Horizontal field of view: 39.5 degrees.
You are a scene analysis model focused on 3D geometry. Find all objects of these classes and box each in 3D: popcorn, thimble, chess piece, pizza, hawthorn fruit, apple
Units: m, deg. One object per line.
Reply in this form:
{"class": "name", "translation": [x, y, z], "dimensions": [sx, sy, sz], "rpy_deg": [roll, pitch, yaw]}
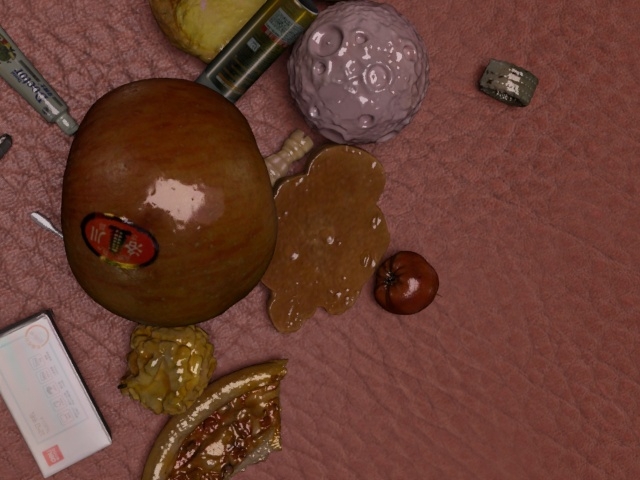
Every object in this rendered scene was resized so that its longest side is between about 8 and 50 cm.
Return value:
{"class": "popcorn", "translation": [-0.274, 0.223, 1.584], "dimensions": [0.170, 0.180, 0.180], "rpy_deg": [0, 92, -38]}
{"class": "thimble", "translation": [0.366, -0.308, 1.742], "dimensions": [0.110, 0.084, 0.062], "rpy_deg": [23, 87, -15]}
{"class": "chess piece", "translation": [-0.068, -0.150, 1.657], "dimensions": [0.122, 0.066, 0.066], "rpy_deg": [-44, 101, -12]}
{"class": "pizza", "translation": [-0.183, 0.360, 1.643], "dimensions": [0.365, 0.074, 0.182], "rpy_deg": [-37, 91, -9]}
{"class": "hawthorn fruit", "translation": [0.166, 0.081, 1.699], "dimensions": [0.140, 0.125, 0.125], "rpy_deg": [-24, 99, -48]}
{"class": "apple", "translation": [-0.233, -0.055, 1.451], "dimensions": [0.333, 0.400, 0.400], "rpy_deg": [4, 91, 0]}

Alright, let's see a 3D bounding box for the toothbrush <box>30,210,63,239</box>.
{"class": "toothbrush", "translation": [-0.406, 0.035, 1.606], "dimensions": [0.275, 0.025, 0.019], "rpy_deg": [39, 89, -14]}

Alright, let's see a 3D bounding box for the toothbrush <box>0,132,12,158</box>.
{"class": "toothbrush", "translation": [-0.631, -0.066, 1.542], "dimensions": [0.030, 0.030, 0.297], "rpy_deg": [37, 84, -2]}

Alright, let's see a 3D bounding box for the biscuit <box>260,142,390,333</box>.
{"class": "biscuit", "translation": [-0.002, -0.001, 1.670], "dimensions": [0.269, 0.051, 0.376], "rpy_deg": [24, 91, -25]}

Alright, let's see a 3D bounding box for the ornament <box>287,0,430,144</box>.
{"class": "ornament", "translation": [0.063, -0.299, 1.580], "dimensions": [0.259, 0.259, 0.225], "rpy_deg": [-61, 145, -5]}

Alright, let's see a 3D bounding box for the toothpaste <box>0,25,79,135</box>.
{"class": "toothpaste", "translation": [-0.519, -0.284, 1.559], "dimensions": [0.067, 0.037, 0.255], "rpy_deg": [-43, 97, -8]}

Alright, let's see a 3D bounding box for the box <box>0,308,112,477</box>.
{"class": "box", "translation": [-0.479, 0.264, 1.565], "dimensions": [0.135, 0.079, 0.269], "rpy_deg": [-27, 98, -12]}

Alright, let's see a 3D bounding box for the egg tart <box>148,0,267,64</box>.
{"class": "egg tart", "translation": [-0.166, -0.446, 1.555], "dimensions": [0.294, 0.294, 0.123], "rpy_deg": [-13, 52, -13]}

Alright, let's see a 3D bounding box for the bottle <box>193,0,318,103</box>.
{"class": "bottle", "translation": [-0.127, -0.322, 1.558], "dimensions": [0.082, 0.082, 0.286], "rpy_deg": [43, 114, -11]}
